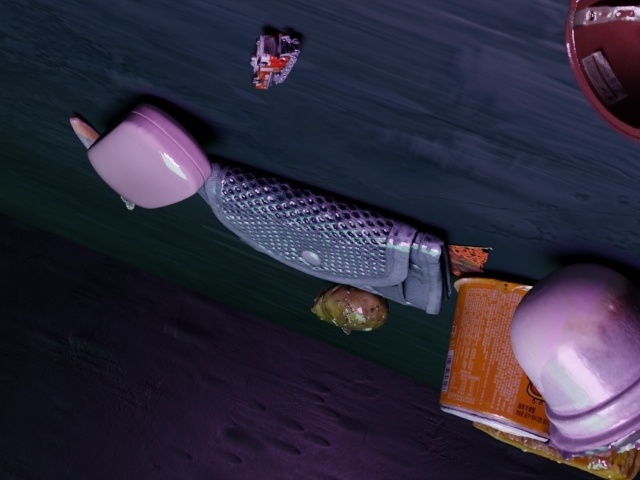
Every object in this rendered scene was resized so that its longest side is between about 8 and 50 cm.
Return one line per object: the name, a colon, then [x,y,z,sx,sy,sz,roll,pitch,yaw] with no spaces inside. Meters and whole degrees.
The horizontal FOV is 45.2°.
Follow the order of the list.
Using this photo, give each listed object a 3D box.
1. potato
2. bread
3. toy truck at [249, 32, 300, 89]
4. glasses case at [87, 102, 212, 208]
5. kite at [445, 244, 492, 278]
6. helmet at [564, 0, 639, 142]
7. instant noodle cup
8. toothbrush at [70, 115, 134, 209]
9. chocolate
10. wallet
potato: [0.053,0.125,1.433,0.117,0.090,0.225,26,167,-17]
bread: [0.356,0.229,1.108,0.110,0.184,0.234,27,170,-36]
toy truck: [-0.036,-0.136,0.583,0.032,0.024,0.083,2,173,-10]
glasses case: [-0.215,-0.097,0.938,0.113,0.075,0.297,46,161,-18]
kite: [0.156,0.021,0.988,0.125,0.008,0.222,22,168,16]
helmet: [0.159,-0.094,0.325,0.089,0.057,0.111,64,168,10]
instant noodle cup: [0.257,0.160,0.997,0.216,0.172,0.216,18,168,4]
toothbrush: [-0.332,-0.119,1.206,0.028,0.037,0.375,19,166,3]
chocolate: [0.272,0.096,0.762,0.147,0.221,0.221,51,163,-9]
wallet: [0.000,0.000,1.009,0.342,0.075,0.237,20,163,17]
